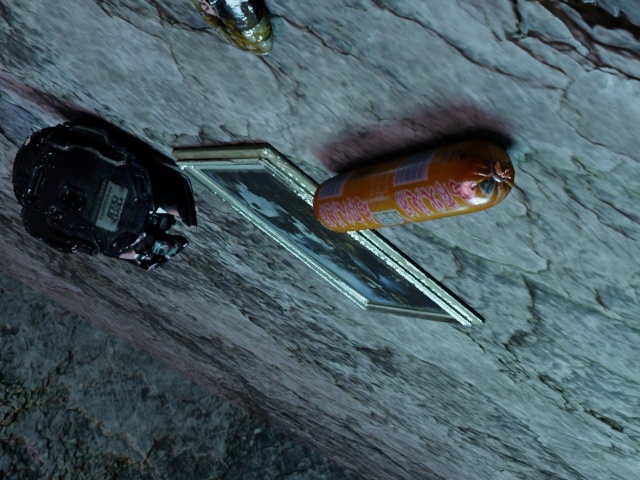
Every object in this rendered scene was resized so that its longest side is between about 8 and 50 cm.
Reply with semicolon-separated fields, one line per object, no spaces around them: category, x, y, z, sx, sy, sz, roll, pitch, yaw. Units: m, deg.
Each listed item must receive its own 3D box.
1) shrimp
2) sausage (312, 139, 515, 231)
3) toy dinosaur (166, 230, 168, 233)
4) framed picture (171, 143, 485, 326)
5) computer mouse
shrimp;-0.078;-0.178;1.133;0.091;0.034;0.161;30;167;13
sausage;0.064;-0.039;1.257;0.053;0.053;0.348;36;165;-15
toy dinosaur;-0.223;-0.050;1.840;0.096;0.059;0.132;2;139;54
framed picture;0.000;0.000;1.595;0.296;0.019;0.232;38;165;-22
computer mouse;-0.231;-0.051;1.724;0.241;0.146;0.077;25;-168;24
